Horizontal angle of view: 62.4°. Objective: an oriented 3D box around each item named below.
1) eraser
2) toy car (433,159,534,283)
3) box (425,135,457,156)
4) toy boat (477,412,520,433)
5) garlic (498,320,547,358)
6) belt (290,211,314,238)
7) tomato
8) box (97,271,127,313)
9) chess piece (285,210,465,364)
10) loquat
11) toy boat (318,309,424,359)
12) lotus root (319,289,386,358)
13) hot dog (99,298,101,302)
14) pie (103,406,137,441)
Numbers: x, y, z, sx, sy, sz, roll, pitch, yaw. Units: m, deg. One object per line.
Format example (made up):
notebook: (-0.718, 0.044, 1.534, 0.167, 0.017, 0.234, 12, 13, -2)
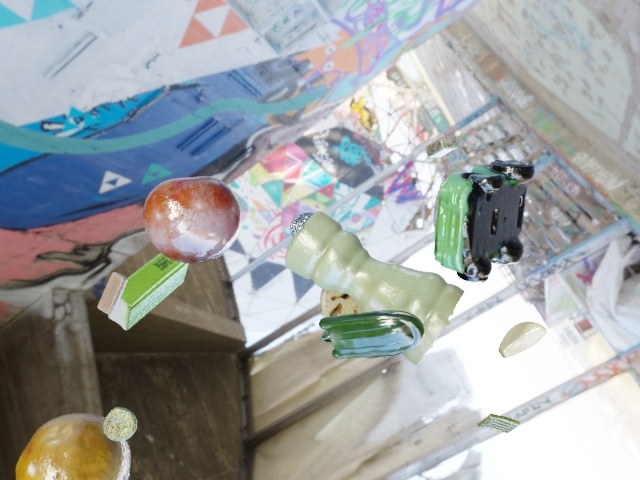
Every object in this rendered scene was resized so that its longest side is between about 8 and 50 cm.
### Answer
eraser: (-0.572, 0.152, 1.767, 0.092, 0.210, 0.274, 41, -128, 7)
toy car: (0.326, -0.057, 1.102, 0.359, 0.177, 0.213, -19, -65, -47)
box: (0.400, -0.309, 1.748, 0.098, 0.062, 0.044, 158, 104, -65)
toy boat: (0.513, 0.528, 1.522, 0.115, 0.063, 0.016, 19, -143, -20)
garlic: (0.330, 0.163, 0.871, 0.041, 0.083, 0.053, 50, -170, -2)
belt: (0.000, 0.000, 1.647, 0.218, 0.122, 0.128, 46, -170, 22)
tomato: (-0.349, -0.052, 1.467, 0.270, 0.270, 0.227, 26, -136, -64)
box: (-0.591, 0.150, 1.505, 0.048, 0.115, 0.025, 24, -179, 20)
chess piece: (0.130, 0.106, 1.379, 0.442, 0.234, 0.234, 34, -171, 14)
loquat: (-0.722, 0.674, 1.557, 0.328, 0.329, 0.328, 52, -165, -19)
toy boat: (0.093, 0.179, 1.004, 0.104, 0.210, 0.052, 68, -152, -18)
lotus root: (0.172, 0.248, 1.740, 0.250, 0.316, 0.316, 2, -126, -55)
hot dog: (-0.741, 0.231, 1.863, 0.083, 0.058, 0.035, 36, -112, -45)
pie: (-0.484, 0.446, 1.277, 0.084, 0.084, 0.021, 57, 180, 3)
